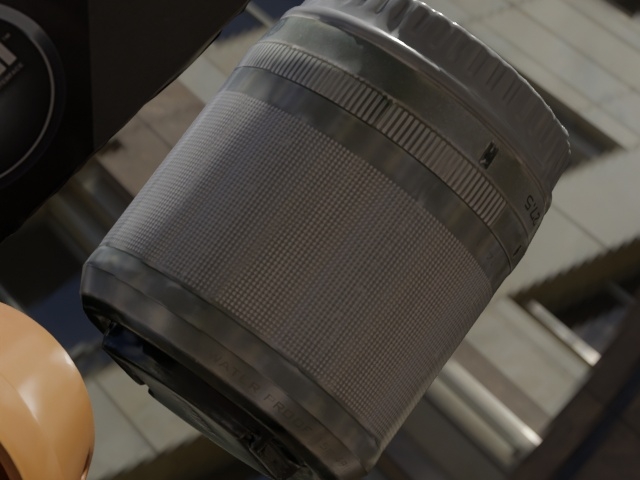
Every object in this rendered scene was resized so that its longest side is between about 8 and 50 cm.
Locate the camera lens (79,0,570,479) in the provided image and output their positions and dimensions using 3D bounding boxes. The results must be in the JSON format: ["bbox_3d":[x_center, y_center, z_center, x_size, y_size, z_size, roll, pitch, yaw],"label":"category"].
[{"bbox_3d":[0.000,0.000,1.240,0.274,0.219,0.219,-54,-41,-11],"label":"camera lens"}]

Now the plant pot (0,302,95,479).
[{"bbox_3d":[-0.297,0.166,1.447,0.203,0.291,0.291,-50,-19,-64],"label":"plant pot"}]

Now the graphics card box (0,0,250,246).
[{"bbox_3d":[-0.180,-0.123,0.334,0.233,0.094,0.371,-44,-52,0],"label":"graphics card box"}]
